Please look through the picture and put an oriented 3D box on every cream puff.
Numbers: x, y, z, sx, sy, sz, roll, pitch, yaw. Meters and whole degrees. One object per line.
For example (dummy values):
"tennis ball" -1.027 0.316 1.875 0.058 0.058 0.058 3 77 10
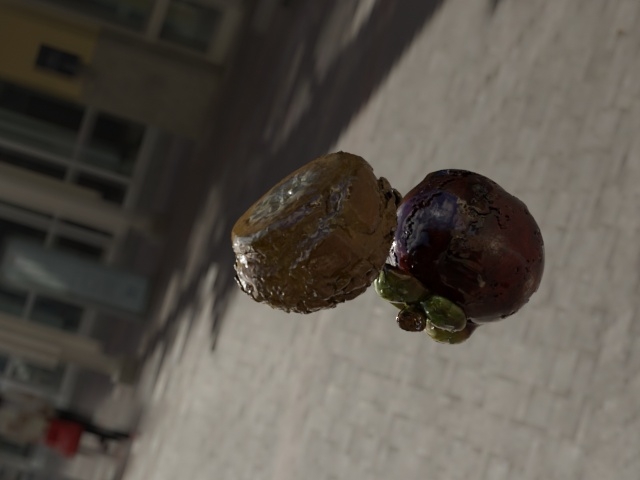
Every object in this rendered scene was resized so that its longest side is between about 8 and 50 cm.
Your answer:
"cream puff" 0.000 0.000 1.642 0.165 0.115 0.150 -35 20 2

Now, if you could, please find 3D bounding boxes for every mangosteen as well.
"mangosteen" 0.134 0.023 1.853 0.180 0.166 0.166 -48 2 -16
